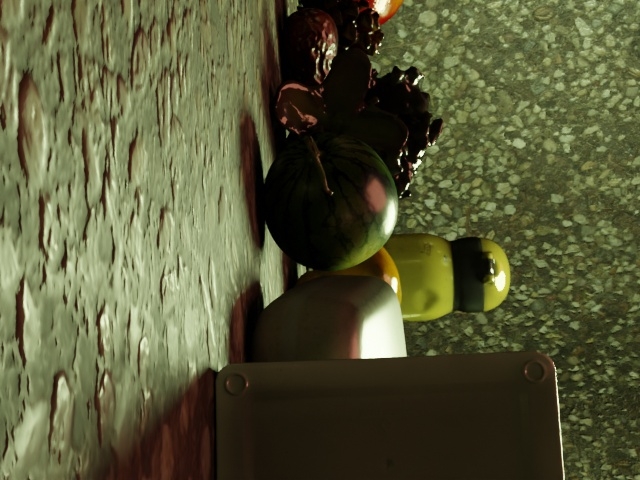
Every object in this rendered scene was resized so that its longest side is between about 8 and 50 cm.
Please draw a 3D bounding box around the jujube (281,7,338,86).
[{"bbox_3d":[-0.016,-0.240,1.474,0.077,0.077,0.129,-84,180,-69],"label":"jujube"}]

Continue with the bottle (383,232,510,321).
[{"bbox_3d":[0.176,0.072,2.087,0.171,0.351,0.172,-1,90,-86],"label":"bottle"}]

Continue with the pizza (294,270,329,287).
[{"bbox_3d":[-0.001,0.197,1.356,0.182,0.073,0.365,77,8,-59],"label":"pizza"}]

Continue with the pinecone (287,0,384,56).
[{"bbox_3d":[0.024,-0.288,1.565,0.140,0.120,0.140,27,-56,48],"label":"pinecone"}]

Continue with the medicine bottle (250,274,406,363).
[{"bbox_3d":[0.020,0.227,1.089,0.282,0.122,0.375,-26,113,-76],"label":"medicine bottle"}]

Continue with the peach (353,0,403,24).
[{"bbox_3d":[0.051,-0.431,1.844,0.197,0.197,0.197,-3,90,-87],"label":"peach"}]

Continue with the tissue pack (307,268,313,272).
[{"bbox_3d":[-0.006,0.030,1.782,0.122,0.026,0.193,-76,163,-80],"label":"tissue pack"}]

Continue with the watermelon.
[{"bbox_3d":[0.007,-0.052,1.143,0.187,0.140,0.141,77,10,-51],"label":"watermelon"}]

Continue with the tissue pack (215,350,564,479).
[{"bbox_3d":[0.051,0.169,0.834,0.136,0.246,0.160,68,20,-75],"label":"tissue pack"}]

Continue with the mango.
[{"bbox_3d":[0.055,0.056,1.508,0.145,0.112,0.219,64,-14,4],"label":"mango"}]

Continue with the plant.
[{"bbox_3d":[0.045,-0.131,1.398,0.234,0.204,0.178,102,2,-65],"label":"plant"}]
